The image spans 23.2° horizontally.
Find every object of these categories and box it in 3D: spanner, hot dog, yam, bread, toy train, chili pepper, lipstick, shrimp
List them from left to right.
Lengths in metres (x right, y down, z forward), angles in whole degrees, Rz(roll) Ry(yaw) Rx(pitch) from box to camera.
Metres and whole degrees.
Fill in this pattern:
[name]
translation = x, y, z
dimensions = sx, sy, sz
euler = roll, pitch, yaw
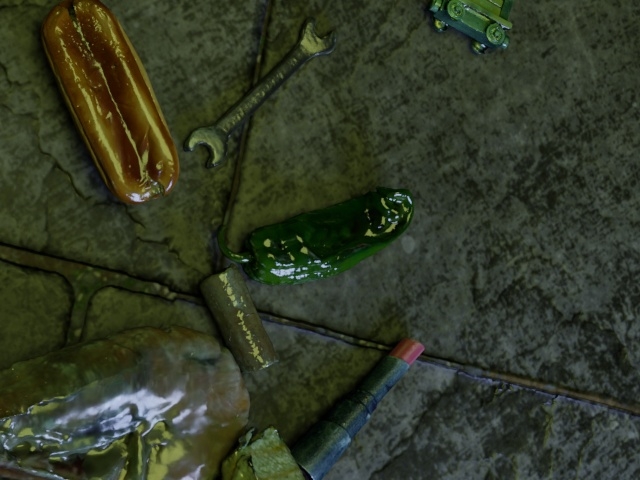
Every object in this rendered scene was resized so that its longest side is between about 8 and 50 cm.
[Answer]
[shrimp]
translation = -0.276, 0.220, 1.720
dimensions = 0.446, 0.110, 0.221
euler = -9, 99, -31
[hot dog]
translation = -0.240, -0.160, 1.777
dimensions = 0.100, 0.068, 0.249
euler = -24, 95, -16
[yam]
translation = -0.097, 0.094, 1.838
dimensions = 0.054, 0.054, 0.132
euler = -29, 101, -25
[bread]
translation = -0.075, 0.305, 1.809
dimensions = 0.103, 0.110, 0.156
euler = 0, 61, -52
[spanner]
translation = -0.069, -0.182, 1.893
dimensions = 0.254, 0.015, 0.054
euler = -46, 104, -22
[chili pepper]
translation = 0.001, -0.004, 1.888
dimensions = 0.257, 0.074, 0.100
euler = -19, 92, -31
[lipstick]
translation = 0.049, 0.203, 1.903
dimensions = 0.234, 0.053, 0.053
euler = -44, 105, -24
[toy train]
translation = 0.196, -0.295, 2.018
dimensions = 0.122, 0.050, 0.081
euler = 24, 69, -22
